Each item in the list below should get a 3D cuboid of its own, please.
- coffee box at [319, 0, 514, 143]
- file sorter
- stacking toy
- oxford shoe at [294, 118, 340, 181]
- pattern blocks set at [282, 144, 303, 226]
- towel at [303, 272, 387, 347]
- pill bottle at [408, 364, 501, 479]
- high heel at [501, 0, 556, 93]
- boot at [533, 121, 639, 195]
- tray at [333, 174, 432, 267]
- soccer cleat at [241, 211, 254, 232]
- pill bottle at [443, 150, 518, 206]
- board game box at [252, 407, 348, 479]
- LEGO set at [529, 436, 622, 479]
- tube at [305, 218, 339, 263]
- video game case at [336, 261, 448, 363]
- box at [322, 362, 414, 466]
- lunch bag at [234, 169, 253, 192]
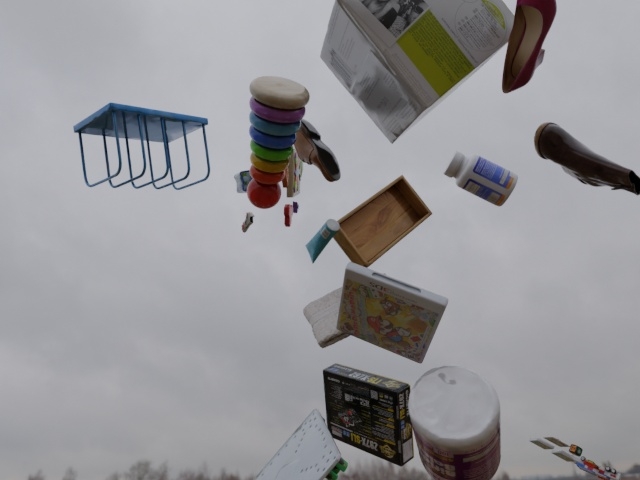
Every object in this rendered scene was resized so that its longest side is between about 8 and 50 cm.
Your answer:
[{"bbox_3d":[0.245,-0.524,1.361,0.334,0.338,0.337,-40,2,-8],"label":"coffee box"},{"bbox_3d":[-0.278,-0.141,0.818,0.118,0.104,0.170,-12,-5,40],"label":"file sorter"},{"bbox_3d":[-0.125,-0.221,1.255,0.141,0.141,0.330,4,-55,-16],"label":"stacking toy"},{"bbox_3d":[-0.015,-0.224,1.357,0.076,0.212,0.076,9,-47,-50],"label":"oxford shoe"},{"bbox_3d":[-0.092,-0.240,1.792,0.026,0.285,0.324,4,-63,8],"label":"pattern blocks set"},{"bbox_3d":[0.096,0.196,1.508,0.283,0.187,0.049,-26,-60,-4],"label":"towel"},{"bbox_3d":[0.278,0.400,1.042,0.170,0.169,0.301,-9,-48,11],"label":"pill bottle"},{"bbox_3d":[0.421,-0.429,1.072,0.117,0.082,0.244,-46,-30,-14],"label":"high heel"},{"bbox_3d":[0.658,-0.201,1.249,0.249,0.090,0.207,27,5,-38],"label":"boot"},{"bbox_3d":[0.237,-0.073,1.987,0.411,0.202,0.076,-36,-3,-33],"label":"tray"},{"bbox_3d":[-0.259,-0.062,1.836,0.029,0.036,0.083,-5,-58,-53],"label":"soccer cleat"},{"bbox_3d":[0.657,-0.264,2.118,0.272,0.152,0.152,28,-28,5],"label":"pill bottle"},{"bbox_3d":[-0.094,0.724,1.526,0.050,0.390,0.390,43,-7,-8],"label":"board game box"},{"bbox_3d":[0.678,0.593,1.371,0.183,0.060,0.244,26,-18,13],"label":"LEGO set"},{"bbox_3d":[0.000,0.000,1.857,0.052,0.080,0.207,-1,-31,-32],"label":"tube"},{"bbox_3d":[0.139,0.156,1.069,0.207,0.026,0.226,20,-40,13],"label":"video game case"},{"bbox_3d":[0.154,0.574,1.721,0.322,0.256,0.079,3,13,43],"label":"box"},{"bbox_3d":[-0.250,-0.234,2.015,0.151,0.096,0.129,-13,7,-20],"label":"lunch bag"}]
